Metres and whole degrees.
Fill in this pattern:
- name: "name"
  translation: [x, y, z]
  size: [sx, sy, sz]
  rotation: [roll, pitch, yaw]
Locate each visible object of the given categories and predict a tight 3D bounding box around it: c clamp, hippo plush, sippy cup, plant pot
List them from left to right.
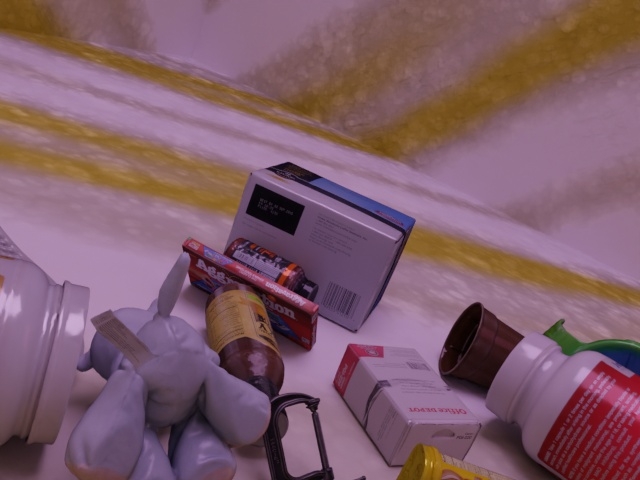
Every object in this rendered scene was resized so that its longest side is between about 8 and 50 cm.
- name: "hippo plush"
  translation: [-0.237, 0.185, 0.891]
  size: [0.234, 0.294, 0.237]
  rotation: [-39, 27, -26]
- name: "c clamp"
  translation: [-0.017, 0.284, 0.980]
  size: [0.137, 0.160, 0.022]
  rotation: [-16, 0, -31]
- name: "plant pot"
  translation: [0.357, 0.239, 1.453]
  size: [0.165, 0.166, 0.167]
  rotation: [29, 19, -4]
- name: "sippy cup"
  translation: [0.596, 0.304, 1.445]
  size: [0.240, 0.305, 0.224]
  rotation: [-8, -2, 19]

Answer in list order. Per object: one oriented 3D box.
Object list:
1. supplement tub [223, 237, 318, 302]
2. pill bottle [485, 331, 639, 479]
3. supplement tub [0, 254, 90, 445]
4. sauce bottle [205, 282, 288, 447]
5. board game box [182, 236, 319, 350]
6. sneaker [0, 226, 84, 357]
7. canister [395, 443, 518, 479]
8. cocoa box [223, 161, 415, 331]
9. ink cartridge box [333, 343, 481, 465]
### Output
- name: "supplement tub"
  translation: [-0.105, 0.079, 1.449]
  size: [0.198, 0.106, 0.106]
  rotation: [26, 20, 12]
- name: "pill bottle"
  translation: [0.502, 0.338, 1.211]
  size: [0.408, 0.228, 0.229]
  rotation: [34, 22, 30]
- name: "supplement tub"
  translation: [-0.445, 0.115, 0.801]
  size: [0.317, 0.228, 0.228]
  rotation: [14, 20, -21]
- name: "sauce bottle"
  translation: [-0.118, 0.192, 1.129]
  size: [0.112, 0.111, 0.344]
  rotation: [14, 22, -22]
- name: "board game box"
  translation: [-0.132, 0.101, 1.326]
  size: [0.281, 0.145, 0.027]
  rotation: [27, 57, 15]
- name: "sneaker"
  translation: [-0.475, 0.086, 1.033]
  size: [0.321, 0.127, 0.126]
  rotation: [50, 31, 9]
- name: "canister"
  translation: [0.193, 0.364, 0.971]
  size: [0.170, 0.126, 0.073]
  rotation: [21, 19, -7]
- name: "cocoa box"
  translation: [0.000, 0.000, 1.578]
  size: [0.347, 0.231, 0.228]
  rotation: [25, 19, 11]
- name: "ink cartridge box"
  translation: [0.143, 0.276, 1.202]
  size: [0.159, 0.092, 0.218]
  rotation: [10, 21, -31]
